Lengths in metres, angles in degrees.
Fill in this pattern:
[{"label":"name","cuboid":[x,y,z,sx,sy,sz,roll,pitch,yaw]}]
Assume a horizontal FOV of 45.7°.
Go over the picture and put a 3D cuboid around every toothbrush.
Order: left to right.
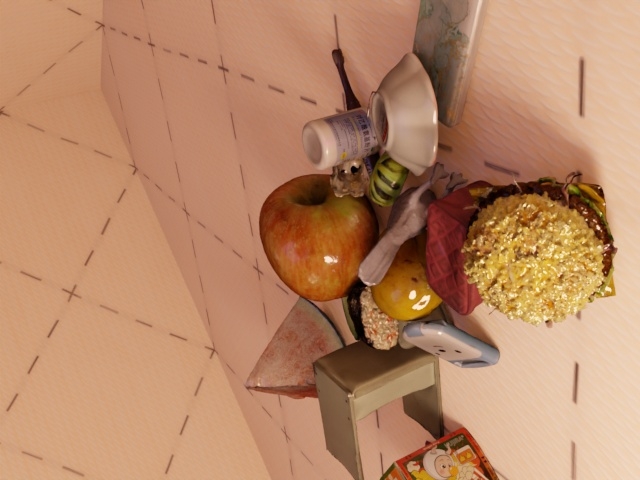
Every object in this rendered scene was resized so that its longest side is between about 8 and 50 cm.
[{"label":"toothbrush","cuboid":[0.089,-0.246,1.670,0.041,0.041,0.364,-15,95,66]}]

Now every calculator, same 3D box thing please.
[{"label":"calculator","cuboid":[0.259,0.206,1.503,0.121,0.210,0.039,-16,50,55]}]

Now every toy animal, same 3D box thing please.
[{"label":"toy animal","cuboid":[0.183,-0.058,1.441,0.081,0.367,0.206,41,117,-4]}]

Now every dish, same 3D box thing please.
[{"label":"dish","cuboid":[0.140,-0.226,1.397,0.229,0.081,0.229,170,90,-78]}]

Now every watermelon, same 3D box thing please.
[{"label":"watermelon","cuboid":[-0.062,0.323,2.191,0.283,0.292,0.250,112,163,-57]}]

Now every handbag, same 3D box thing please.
[{"label":"handbag","cuboid":[0.274,0.011,1.361,0.146,0.135,0.225,41,146,45]}]

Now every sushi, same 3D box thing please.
[{"label":"sushi","cuboid":[0.115,0.162,1.634,0.078,0.090,0.150,1,107,61]}]

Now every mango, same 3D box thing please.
[{"label":"mango","cuboid":[0.176,0.055,1.552,0.167,0.130,0.262,-35,31,27]}]

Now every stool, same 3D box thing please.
[{"label":"stool","cuboid":[0.139,0.380,1.784,0.170,0.243,0.270,33,136,55]}]

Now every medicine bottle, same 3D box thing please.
[{"label":"medicine bottle","cuboid":[0.064,-0.216,1.565,0.103,0.186,0.103,45,145,45]}]

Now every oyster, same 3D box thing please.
[{"label":"oyster","cuboid":[0.063,-0.159,1.721,0.106,0.200,0.061,23,132,1]}]

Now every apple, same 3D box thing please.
[{"label":"apple","cuboid":[0.000,0.000,1.751,0.309,0.277,0.250,-83,-14,-53]}]

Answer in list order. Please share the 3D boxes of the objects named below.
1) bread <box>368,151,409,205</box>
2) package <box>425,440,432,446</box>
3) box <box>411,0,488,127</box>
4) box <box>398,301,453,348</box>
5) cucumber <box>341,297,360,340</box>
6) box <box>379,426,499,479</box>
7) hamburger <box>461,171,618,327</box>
[{"label":"bread","cuboid":[0.140,-0.131,1.546,0.139,0.071,0.130,-59,-6,-74]},{"label":"package","cuboid":[0.278,0.539,1.873,0.059,0.029,0.083,160,101,-73]},{"label":"box","cuboid":[0.218,-0.345,1.324,0.142,0.044,0.285,47,147,35]},{"label":"box","cuboid":[0.204,0.155,1.660,0.172,0.093,0.124,66,156,10]},{"label":"cucumber","cuboid":[0.095,0.142,1.919,0.115,0.063,0.244,-132,31,-54]},{"label":"box","cuboid":[0.270,0.548,1.691,0.177,0.195,0.148,59,153,26]},{"label":"hamburger","cuboid":[0.329,0.014,1.158,0.243,0.138,0.262,-4,113,33]}]
